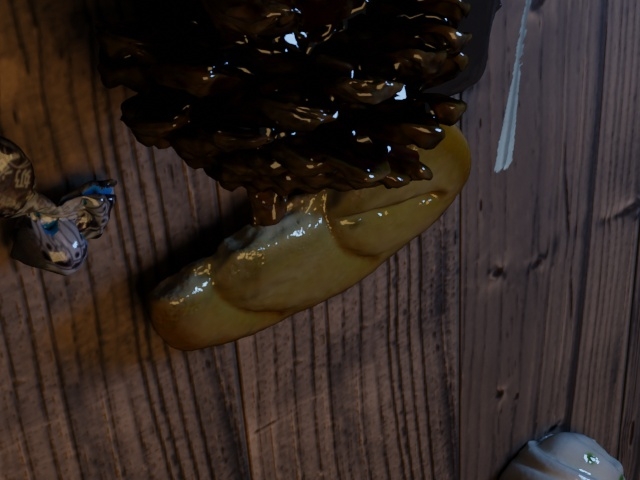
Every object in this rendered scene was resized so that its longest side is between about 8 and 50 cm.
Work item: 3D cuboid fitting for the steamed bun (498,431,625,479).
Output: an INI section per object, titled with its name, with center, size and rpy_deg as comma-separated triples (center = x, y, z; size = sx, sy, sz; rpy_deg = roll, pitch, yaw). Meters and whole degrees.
[steamed bun]
center = 0.271, 0.301, 1.567
size = 0.183, 0.106, 0.183
rpy_deg = -21, 127, -30

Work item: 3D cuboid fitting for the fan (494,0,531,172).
[fan]
center = 0.169, -0.249, 1.114
size = 0.233, 0.012, 0.415
rpy_deg = -21, 125, -54

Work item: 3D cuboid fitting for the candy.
[candy]
center = -0.219, -0.048, 0.937
size = 0.226, 0.051, 0.094
rpy_deg = 33, 82, -50

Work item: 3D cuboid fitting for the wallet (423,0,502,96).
[wallet]
center = 0.069, -0.241, 1.048
size = 0.165, 0.042, 0.309
rpy_deg = -19, 128, -31

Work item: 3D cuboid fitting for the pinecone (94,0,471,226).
[pinecone]
center = -0.024, -0.140, 0.923
size = 0.243, 0.243, 0.257
rpy_deg = 14, 66, -46

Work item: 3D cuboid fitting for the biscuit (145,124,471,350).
[biscuit]
center = -0.001, 0.003, 1.142
size = 0.299, 0.045, 0.154
rpy_deg = -35, 151, -11
